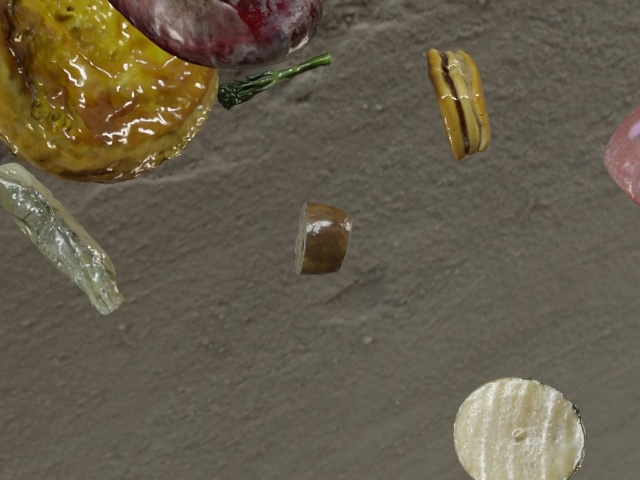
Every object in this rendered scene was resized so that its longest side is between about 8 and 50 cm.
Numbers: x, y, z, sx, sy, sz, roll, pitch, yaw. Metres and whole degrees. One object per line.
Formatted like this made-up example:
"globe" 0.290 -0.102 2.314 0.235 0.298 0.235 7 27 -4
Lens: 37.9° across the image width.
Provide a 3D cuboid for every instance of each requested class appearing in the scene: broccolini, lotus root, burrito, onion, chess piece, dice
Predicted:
"broccolini" -0.053 -0.185 1.076 0.140 0.030 0.035 -22 177 -10
"lotus root" -0.001 0.003 1.495 0.081 0.112 0.122 12 166 -7
"burrito" -0.307 -0.006 1.091 0.058 0.229 0.063 -47 174 2
"onion" -0.103 -0.192 0.721 0.098 0.206 0.151 -53 164 -28
"chess piece" 0.229 0.228 1.099 0.137 0.137 0.301 -38 165 2
"dice" 0.325 -0.076 0.861 0.091 0.094 0.093 36 117 -12

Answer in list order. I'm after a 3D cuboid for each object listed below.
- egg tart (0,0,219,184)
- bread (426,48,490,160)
"egg tart" -0.224 -0.217 0.859 0.341 0.129 0.341 -8 101 -49
"bread" 0.203 -0.207 1.374 0.077 0.200 0.116 -10 122 7
